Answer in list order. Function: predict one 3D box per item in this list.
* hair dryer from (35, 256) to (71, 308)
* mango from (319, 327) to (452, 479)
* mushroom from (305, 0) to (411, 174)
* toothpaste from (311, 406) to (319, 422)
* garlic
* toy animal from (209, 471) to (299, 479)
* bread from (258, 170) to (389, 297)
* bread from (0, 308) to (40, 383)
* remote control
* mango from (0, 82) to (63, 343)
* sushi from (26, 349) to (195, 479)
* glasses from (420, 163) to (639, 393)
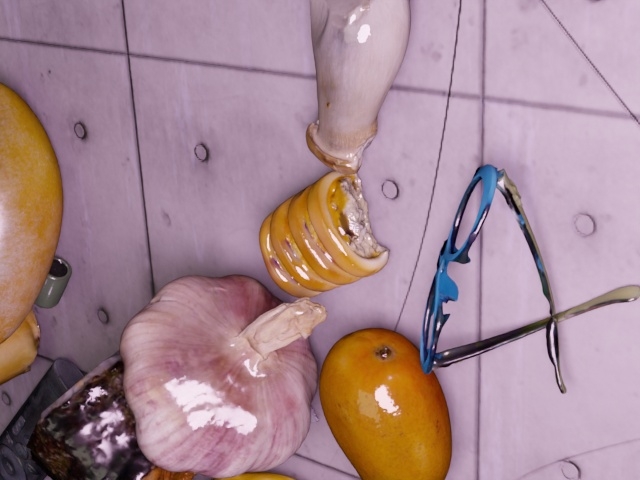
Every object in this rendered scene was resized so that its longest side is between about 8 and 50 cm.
[{"bbox_3d":[-0.424,0.025,1.556,0.150,0.047,0.071,50,130,20],"label":"hair dryer"},{"bbox_3d":[0.078,0.200,1.163,0.151,0.120,0.221,6,120,62],"label":"mango"},{"bbox_3d":[0.038,-0.175,1.067,0.116,0.093,0.225,33,137,43],"label":"mushroom"},{"bbox_3d":[-0.068,0.233,1.360,0.170,0.028,0.045,-29,82,41],"label":"toothpaste"},{"bbox_3d":[-0.081,0.132,1.182,0.253,0.245,0.245,-35,85,44],"label":"garlic"},{"bbox_3d":[-0.122,0.458,1.352,0.277,0.247,0.345,27,124,30],"label":"toy animal"},{"bbox_3d":[0.000,0.000,1.171,0.177,0.084,0.119,-29,88,47],"label":"bread"},{"bbox_3d":[-0.670,0.113,1.580,0.250,0.394,0.361,-13,103,57],"label":"bread"},{"bbox_3d":[-0.460,0.321,1.708,0.107,0.044,0.377,54,132,12],"label":"remote control"},{"bbox_3d":[-0.467,-0.027,1.440,0.221,0.199,0.384,11,94,16],"label":"mango"},{"bbox_3d":[-0.243,0.255,1.370,0.207,0.234,0.348,48,164,6],"label":"sushi"},{"bbox_3d":[0.186,0.056,1.027,0.207,0.102,0.239,30,124,27],"label":"glasses"}]
